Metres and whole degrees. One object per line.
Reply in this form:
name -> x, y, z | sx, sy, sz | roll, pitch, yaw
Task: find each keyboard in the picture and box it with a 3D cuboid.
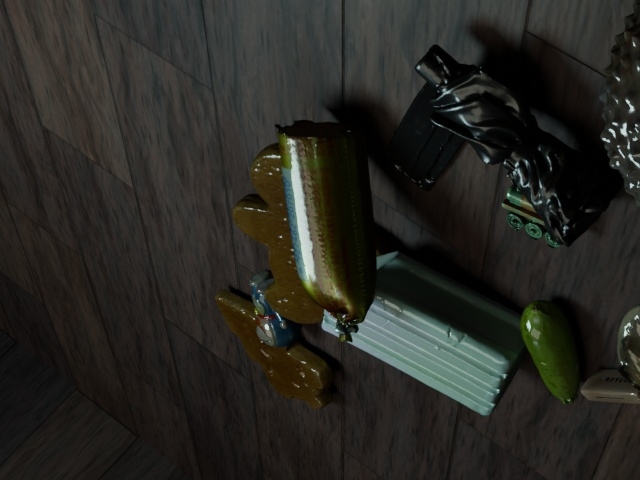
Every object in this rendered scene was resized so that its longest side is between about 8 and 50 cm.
keyboard -> 0.139, -0.137, 1.721 | 0.087, 0.017, 0.250 | 40, 157, 5

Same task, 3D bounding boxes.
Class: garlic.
garlic -> 0.406, 0.120, 1.680 | 0.084, 0.066, 0.152 | -4, 119, 31

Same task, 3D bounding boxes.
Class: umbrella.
umbrella -> 0.217, -0.118, 1.529 | 0.272, 0.110, 0.122 | 45, -169, -1

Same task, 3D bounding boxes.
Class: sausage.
sausage -> 0.023, -0.008, 1.852 | 0.125, 0.117, 0.317 | 1, 107, 33

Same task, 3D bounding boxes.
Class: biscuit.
biscuit -> -0.085, 0.201, 2.592 | 0.301, 0.043, 0.278 | 49, 158, -9
biscuit -> 0.000, -0.001, 2.100 | 0.283, 0.064, 0.432 | 16, 145, 27

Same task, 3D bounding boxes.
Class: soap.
soap -> 0.153, 0.123, 1.972 | 0.290, 0.095, 0.173 | 27, 148, 13

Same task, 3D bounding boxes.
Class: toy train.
toy train -> 0.268, -0.035, 1.658 | 0.103, 0.044, 0.064 | 27, 148, 28

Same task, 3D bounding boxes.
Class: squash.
squash -> 0.320, 0.156, 1.862 | 0.066, 0.066, 0.201 | 22, 149, 40

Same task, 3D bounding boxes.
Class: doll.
doll -> -0.081, 0.130, 2.424 | 0.114, 0.085, 0.152 | 50, 161, 56

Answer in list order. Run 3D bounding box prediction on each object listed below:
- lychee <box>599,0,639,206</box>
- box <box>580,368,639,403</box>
lychee -> 0.370, -0.105, 1.060 | 0.300, 0.300, 0.300 | 35, 155, 19
box -> 0.400, 0.194, 1.823 | 0.025, 0.048, 0.115 | 47, 157, -19
